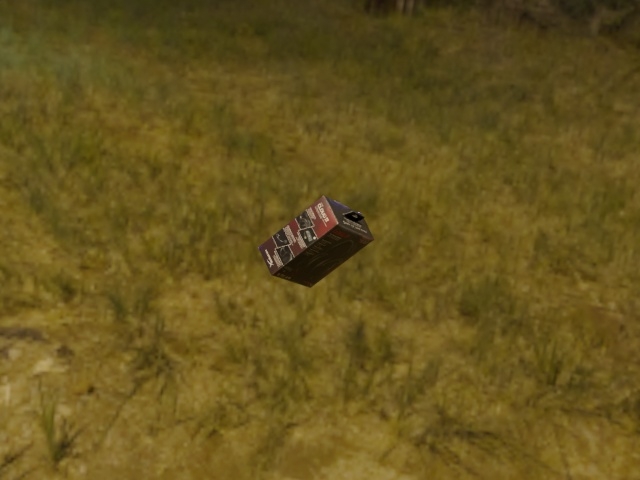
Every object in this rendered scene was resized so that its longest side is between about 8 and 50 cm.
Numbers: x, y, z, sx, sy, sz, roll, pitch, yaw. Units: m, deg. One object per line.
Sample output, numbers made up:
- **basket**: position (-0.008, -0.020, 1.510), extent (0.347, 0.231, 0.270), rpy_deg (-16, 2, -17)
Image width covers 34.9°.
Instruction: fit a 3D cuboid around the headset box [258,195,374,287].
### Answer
- **headset box**: position (0.000, 0.000, 0.859), extent (0.062, 0.083, 0.032), rpy_deg (23, 36, -56)
